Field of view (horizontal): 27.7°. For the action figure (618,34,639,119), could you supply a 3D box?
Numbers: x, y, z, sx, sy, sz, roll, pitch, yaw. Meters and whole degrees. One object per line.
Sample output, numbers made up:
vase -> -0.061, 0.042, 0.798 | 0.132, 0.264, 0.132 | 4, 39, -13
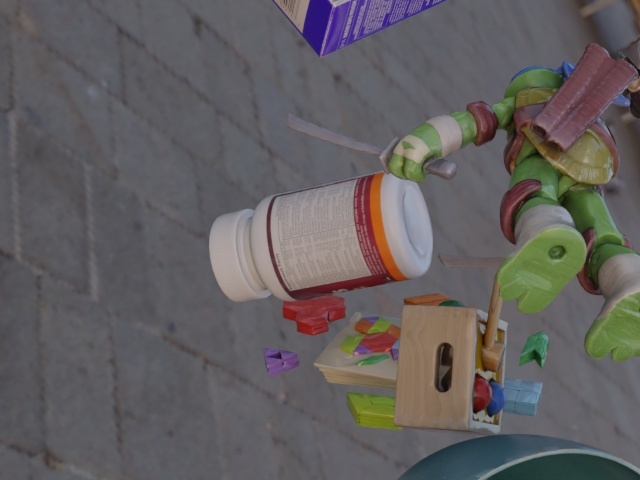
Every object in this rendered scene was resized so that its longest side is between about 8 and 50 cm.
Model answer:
action figure -> 0.461, -0.175, 1.588 | 0.185, 0.099, 0.285 | 30, -3, -20

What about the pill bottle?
pill bottle -> 0.000, 0.000, 1.404 | 0.121, 0.221, 0.121 | -12, 90, -68

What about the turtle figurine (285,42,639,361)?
turtle figurine -> 0.143, -0.010, 1.005 | 0.266, 0.275, 0.197 | -101, 170, -56

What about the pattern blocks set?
pattern blocks set -> 0.096, 0.127, 1.478 | 0.285, 0.325, 0.026 | -72, 162, -64

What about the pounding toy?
pounding toy -> 0.133, 0.105, 1.188 | 0.130, 0.100, 0.141 | 25, 69, -65

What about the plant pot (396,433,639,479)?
plant pot -> 0.146, 0.290, 1.128 | 0.290, 0.290, 0.195 | 56, -12, -21

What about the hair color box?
hair color box -> 0.090, -0.385, 1.653 | 0.185, 0.339, 0.110 | 52, -28, 20
